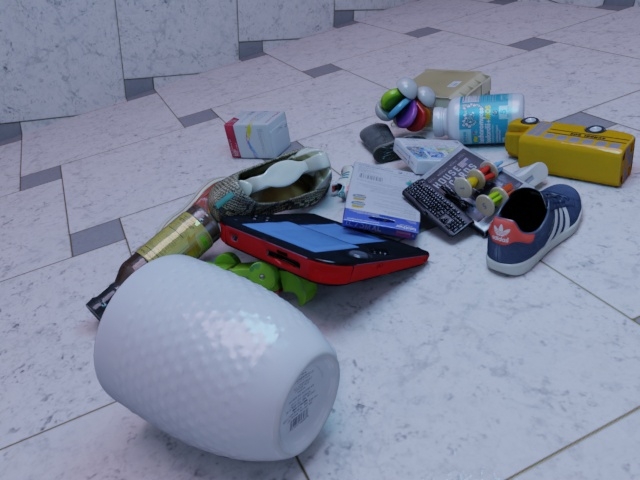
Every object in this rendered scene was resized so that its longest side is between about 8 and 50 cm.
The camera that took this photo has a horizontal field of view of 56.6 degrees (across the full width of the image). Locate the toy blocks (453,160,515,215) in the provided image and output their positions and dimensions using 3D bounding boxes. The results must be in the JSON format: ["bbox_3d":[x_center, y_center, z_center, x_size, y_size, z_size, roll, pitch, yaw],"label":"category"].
[{"bbox_3d":[0.408,-0.132,1.403,0.148,0.054,0.123,-30,60,-28],"label":"toy blocks"}]

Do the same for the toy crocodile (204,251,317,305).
[{"bbox_3d":[-0.171,0.086,1.322,0.340,0.105,0.115,-2,12,19],"label":"toy crocodile"}]

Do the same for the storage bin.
[{"bbox_3d":[0.413,-0.484,2.036,0.260,0.123,0.262,15,40,36],"label":"storage bin"}]

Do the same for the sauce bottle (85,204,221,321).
[{"bbox_3d":[-0.387,0.059,1.387,0.111,0.111,0.344,23,59,43],"label":"sauce bottle"}]

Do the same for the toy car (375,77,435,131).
[{"bbox_3d":[0.273,-0.408,1.869,0.181,0.159,0.136,14,51,-35],"label":"toy car"}]

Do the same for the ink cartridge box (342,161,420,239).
[{"bbox_3d":[0.157,-0.095,1.499,0.185,0.065,0.311,11,31,2],"label":"ink cartridge box"}]

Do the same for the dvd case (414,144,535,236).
[{"bbox_3d":[0.374,-0.128,1.464,0.179,0.030,0.238,-39,54,-15],"label":"dvd case"}]

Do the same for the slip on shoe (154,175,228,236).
[{"bbox_3d":[-0.315,-0.064,1.609,0.101,0.123,0.331,23,40,11],"label":"slip on shoe"}]

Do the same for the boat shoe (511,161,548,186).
[{"bbox_3d":[0.498,-0.146,1.522,0.184,0.066,0.063,-37,10,-19],"label":"boat shoe"}]

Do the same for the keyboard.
[{"bbox_3d":[0.286,-0.095,1.420,0.100,0.038,0.192,-34,53,-12],"label":"keyboard"}]

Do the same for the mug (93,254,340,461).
[{"bbox_3d":[-0.122,0.197,0.997,0.327,0.277,0.374,18,11,31],"label":"mug"}]

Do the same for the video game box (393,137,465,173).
[{"bbox_3d":[0.333,-0.239,1.685,0.205,0.048,0.187,0,26,-14],"label":"video game box"}]

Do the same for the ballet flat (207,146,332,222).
[{"bbox_3d":[-0.079,-0.161,1.551,0.182,0.164,0.482,-33,-4,42],"label":"ballet flat"}]

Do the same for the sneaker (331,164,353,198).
[{"bbox_3d":[0.064,-0.167,1.691,0.075,0.057,0.161,-9,33,-7],"label":"sneaker"}]

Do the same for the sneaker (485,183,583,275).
[{"bbox_3d":[0.482,-0.069,1.310,0.131,0.148,0.350,16,40,37],"label":"sneaker"}]

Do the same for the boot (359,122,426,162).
[{"bbox_3d":[0.229,-0.321,1.891,0.189,0.076,0.208,-9,24,0],"label":"boot"}]

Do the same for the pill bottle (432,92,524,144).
[{"bbox_3d":[0.477,-0.364,1.796,0.263,0.146,0.146,0,33,19],"label":"pill bottle"}]

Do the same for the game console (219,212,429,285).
[{"bbox_3d":[0.000,0.000,1.332,0.386,0.060,0.341,21,22,41],"label":"game console"}]

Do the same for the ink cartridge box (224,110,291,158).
[{"bbox_3d":[-0.211,-0.362,2.030,0.176,0.128,0.128,6,34,26],"label":"ink cartridge box"}]

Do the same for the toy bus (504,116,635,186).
[{"bbox_3d":[0.646,-0.240,1.578,0.332,0.108,0.130,19,44,39],"label":"toy bus"}]
